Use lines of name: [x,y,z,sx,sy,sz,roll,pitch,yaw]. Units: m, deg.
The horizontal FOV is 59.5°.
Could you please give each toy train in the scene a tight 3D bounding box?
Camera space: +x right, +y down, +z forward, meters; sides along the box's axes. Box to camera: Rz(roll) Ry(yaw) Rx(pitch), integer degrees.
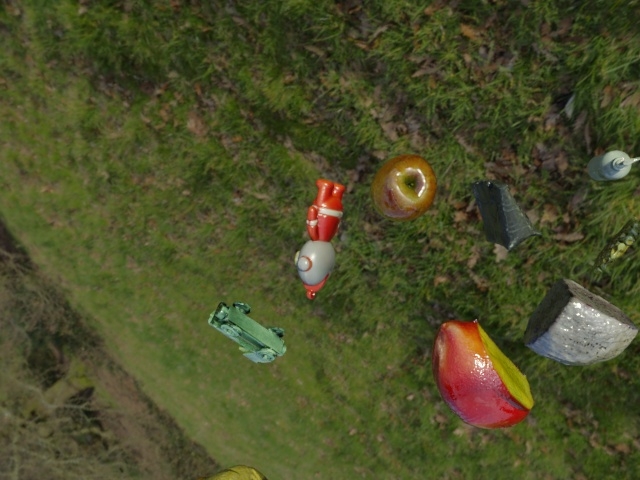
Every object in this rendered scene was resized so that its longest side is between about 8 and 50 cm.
toy train: [-0.177,0.217,1.310,0.200,0.083,0.132,41,143,-24]

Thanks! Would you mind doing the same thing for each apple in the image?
apple: [0.196,-0.126,1.362,0.146,0.163,0.147,14,175,-7]

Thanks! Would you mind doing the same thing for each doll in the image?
doll: [0.000,0.000,1.146,0.076,0.142,0.245,15,96,27]

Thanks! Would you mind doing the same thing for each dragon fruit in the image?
dragon fruit: [0.706,0.249,1.535,0.221,0.283,0.204,29,107,9]

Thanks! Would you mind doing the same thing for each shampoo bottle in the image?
shampoo bottle: [0.556,-0.143,1.067,0.056,0.195,0.056,1,94,16]

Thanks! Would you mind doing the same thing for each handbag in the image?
handbag: [0.444,-0.075,1.391,0.175,0.088,0.270,62,-177,-6]

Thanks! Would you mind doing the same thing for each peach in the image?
peach: [0.318,0.289,1.151,0.158,0.154,0.267,-34,118,17]

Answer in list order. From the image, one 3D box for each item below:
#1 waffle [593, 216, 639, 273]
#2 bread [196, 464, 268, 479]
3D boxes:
waffle: [0.839,0.015,1.591,0.036,0.169,0.183,38,121,12]
bread: [-0.176,0.625,1.208,0.148,0.270,0.270,-32,95,15]
